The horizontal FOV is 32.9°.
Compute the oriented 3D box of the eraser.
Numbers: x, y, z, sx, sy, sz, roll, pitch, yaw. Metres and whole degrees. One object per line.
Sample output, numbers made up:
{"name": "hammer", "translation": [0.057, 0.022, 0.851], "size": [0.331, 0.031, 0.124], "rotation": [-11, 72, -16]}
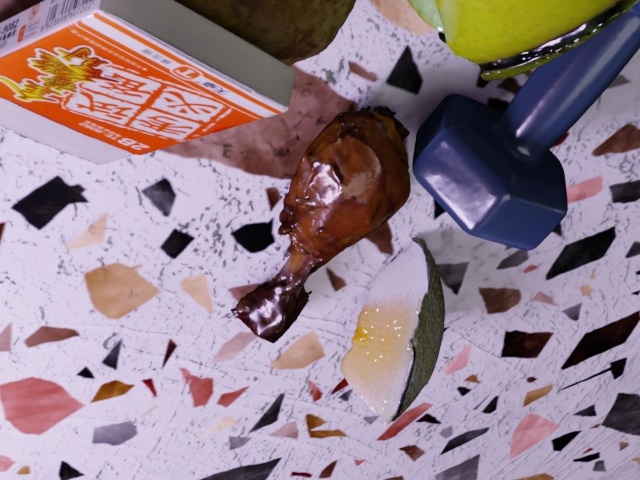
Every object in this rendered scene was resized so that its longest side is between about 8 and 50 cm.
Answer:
{"name": "eraser", "translation": [-0.152, -0.112, 0.764], "size": [0.230, 0.038, 0.157], "rotation": [-9, 157, 45]}

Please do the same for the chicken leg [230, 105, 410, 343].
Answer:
{"name": "chicken leg", "translation": [0.000, 0.000, 1.027], "size": [0.113, 0.093, 0.304], "rotation": [-9, 144, -34]}

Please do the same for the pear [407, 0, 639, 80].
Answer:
{"name": "pear", "translation": [0.072, -0.246, 0.658], "size": [0.159, 0.292, 0.292], "rotation": [-41, 138, 7]}

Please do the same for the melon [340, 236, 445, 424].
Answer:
{"name": "melon", "translation": [0.093, 0.089, 1.182], "size": [0.139, 0.093, 0.203], "rotation": [-8, 114, -58]}

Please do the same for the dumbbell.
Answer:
{"name": "dumbbell", "translation": [0.217, -0.144, 0.923], "size": [0.143, 0.156, 0.316], "rotation": [-20, 153, -55]}

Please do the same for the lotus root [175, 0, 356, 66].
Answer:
{"name": "lotus root", "translation": [-0.072, -0.210, 0.721], "size": [0.145, 0.128, 0.260], "rotation": [-49, 141, 7]}
